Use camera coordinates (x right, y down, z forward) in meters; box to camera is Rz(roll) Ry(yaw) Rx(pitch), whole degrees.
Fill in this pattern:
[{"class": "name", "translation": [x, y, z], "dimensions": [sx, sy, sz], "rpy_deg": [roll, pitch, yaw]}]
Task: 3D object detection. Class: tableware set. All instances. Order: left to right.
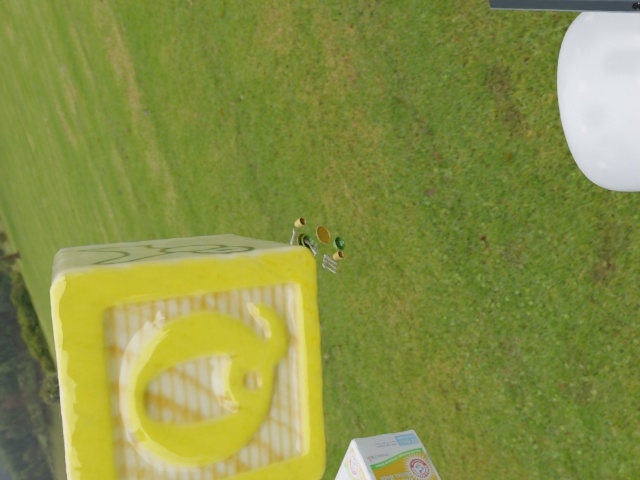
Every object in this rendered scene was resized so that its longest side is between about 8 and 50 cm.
[{"class": "tableware set", "translation": [0.000, 0.000, 1.268], "dimensions": [0.154, 0.104, 0.024], "rpy_deg": [35, 138, -30]}]

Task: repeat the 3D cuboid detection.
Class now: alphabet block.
[{"class": "alphabet block", "translation": [-0.122, 0.099, 0.477], "dimensions": [0.197, 0.193, 0.193], "rpy_deg": [-172, 76, -65]}]

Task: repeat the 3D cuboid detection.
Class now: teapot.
[{"class": "teapot", "translation": [0.408, -0.183, 0.635], "dimensions": [0.187, 0.252, 0.256], "rpy_deg": [-4, 142, 49]}]

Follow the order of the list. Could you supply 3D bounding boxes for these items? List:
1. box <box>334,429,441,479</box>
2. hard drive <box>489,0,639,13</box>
[{"class": "box", "translation": [0.089, 0.400, 0.851], "dimensions": [0.103, 0.114, 0.203], "rpy_deg": [-119, 36, -48]}, {"class": "hard drive", "translation": [0.224, -0.241, 0.474], "dimensions": [0.135, 0.094, 0.022], "rpy_deg": [15, 169, 27]}]
